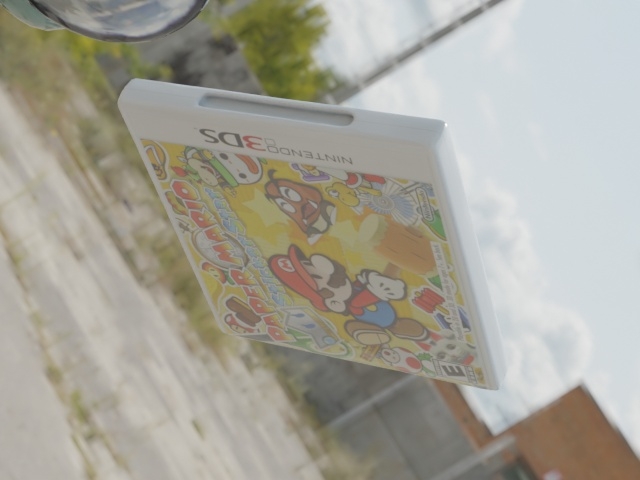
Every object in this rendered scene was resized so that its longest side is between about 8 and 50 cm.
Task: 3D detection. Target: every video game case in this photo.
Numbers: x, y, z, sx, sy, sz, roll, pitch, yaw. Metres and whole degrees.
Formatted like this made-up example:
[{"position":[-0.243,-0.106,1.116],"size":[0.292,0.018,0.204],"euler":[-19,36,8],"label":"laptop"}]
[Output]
[{"position":[0.000,0.000,0.985],"size":[0.206,0.026,0.227],"euler":[10,-36,26],"label":"video game case"}]

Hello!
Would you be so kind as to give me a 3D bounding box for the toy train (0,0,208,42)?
[{"position":[-0.046,-0.203,0.448],"size":[0.334,0.142,0.190],"euler":[-80,151,-45],"label":"toy train"}]
